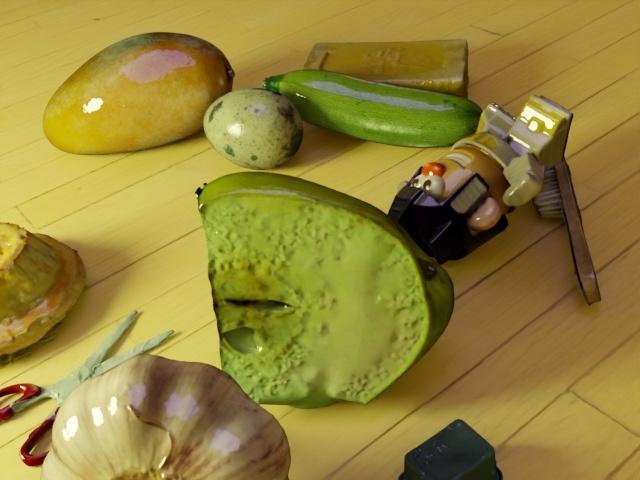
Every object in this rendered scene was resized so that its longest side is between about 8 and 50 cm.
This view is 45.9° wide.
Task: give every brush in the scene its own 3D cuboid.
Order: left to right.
[{"bbox_3d":[0.342,-0.027,1.078,0.065,0.070,0.327,-16,35,18],"label":"brush"}]

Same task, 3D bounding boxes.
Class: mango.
[{"bbox_3d":[-0.344,-0.266,1.401,0.384,0.199,0.221,-17,44,9],"label":"mango"}]

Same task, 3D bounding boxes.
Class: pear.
[{"bbox_3d":[0.013,0.048,0.886,0.282,0.286,0.176,-3,19,6],"label":"pear"}]

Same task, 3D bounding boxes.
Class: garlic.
[{"bbox_3d":[-0.144,0.223,0.754,0.245,0.245,0.253,-6,5,2],"label":"garlic"}]

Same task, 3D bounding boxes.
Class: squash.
[{"bbox_3d":[0.087,-0.228,1.323,0.395,0.107,0.107,13,42,11],"label":"squash"}]

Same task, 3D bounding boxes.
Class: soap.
[{"bbox_3d":[0.125,-0.309,1.453,0.315,0.091,0.199,2,40,14],"label":"soap"}]

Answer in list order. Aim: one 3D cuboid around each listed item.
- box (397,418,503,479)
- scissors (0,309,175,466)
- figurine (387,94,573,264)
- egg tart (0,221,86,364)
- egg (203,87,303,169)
[{"bbox_3d":[0.133,0.234,0.780,0.099,0.054,0.074,-28,40,-23],"label":"box"},{"bbox_3d":[-0.304,0.174,0.967,0.144,0.017,0.247,23,46,32],"label":"scissors"},{"bbox_3d":[0.217,-0.078,1.074,0.143,0.308,0.308,45,51,-2],"label":"figurine"},{"bbox_3d":[-0.476,0.059,1.071,0.288,0.118,0.288,-8,34,5],"label":"egg tart"},{"bbox_3d":[-0.117,-0.193,1.301,0.181,0.141,0.141,12,42,20],"label":"egg"}]
